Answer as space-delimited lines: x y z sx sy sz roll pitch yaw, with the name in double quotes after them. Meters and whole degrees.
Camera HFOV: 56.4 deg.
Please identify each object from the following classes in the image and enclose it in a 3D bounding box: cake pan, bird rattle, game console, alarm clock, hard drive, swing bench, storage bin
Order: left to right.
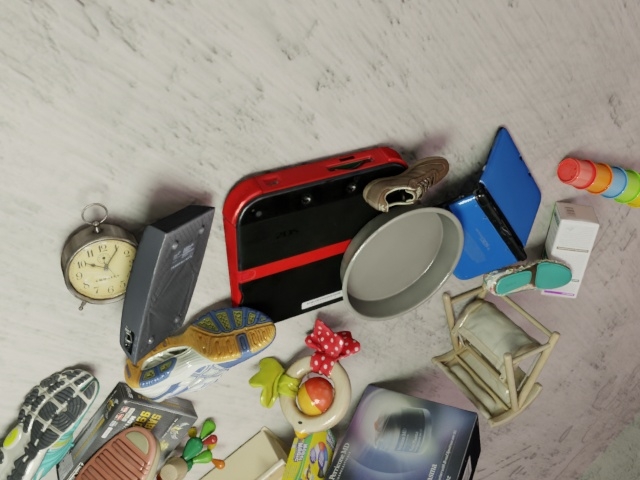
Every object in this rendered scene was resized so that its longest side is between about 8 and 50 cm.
-0.355 0.021 0.970 0.129 0.064 0.192 -13 129 -24 "alarm clock"
-0.262 0.066 1.009 0.172 0.054 0.255 -44 156 -63 "hard drive"
-0.158 0.629 1.467 0.262 0.123 0.260 -38 132 -4 "storage bin"
-0.012 0.309 1.300 0.253 0.207 0.143 -28 150 -1 "bird rattle"
0.000 0.000 1.192 0.386 0.060 0.342 -16 132 -22 "game console"
0.165 0.043 1.250 0.293 0.054 0.293 -17 133 -19 "cake pan"
0.371 -0.073 1.384 0.250 0.174 0.293 -23 138 25 "game console"
0.427 0.277 1.503 0.165 0.253 0.255 -17 128 -22 "swing bench"

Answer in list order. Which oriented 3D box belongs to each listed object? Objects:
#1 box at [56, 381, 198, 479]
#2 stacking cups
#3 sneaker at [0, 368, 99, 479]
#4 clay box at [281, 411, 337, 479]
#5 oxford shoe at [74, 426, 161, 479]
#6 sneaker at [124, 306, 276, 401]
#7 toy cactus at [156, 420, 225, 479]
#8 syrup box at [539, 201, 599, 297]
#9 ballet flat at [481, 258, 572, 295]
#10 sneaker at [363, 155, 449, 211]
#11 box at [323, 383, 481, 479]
-0.392 0.410 1.217 0.183 0.056 0.231 32 101 -41 "box"
0.716 -0.153 1.515 0.316 0.096 0.096 8 116 -30 "stacking cups"
-0.499 0.349 1.100 0.275 0.107 0.110 -52 160 3 "sneaker"
-0.019 0.507 1.412 0.053 0.222 0.128 -8 125 24 "clay box"
-0.411 0.542 1.168 0.397 0.140 0.146 -60 149 1 "oxford shoe"
-0.222 0.224 1.164 0.296 0.112 0.131 -18 142 0 "sneaker"
-0.293 0.492 1.273 0.219 0.112 0.180 -46 169 -7 "toy cactus"
0.635 0.028 1.547 0.096 0.093 0.237 7 124 8 "syrup box"
0.513 0.084 1.496 0.240 0.077 0.091 -4 111 -19 "ballet flat"
0.176 -0.099 1.134 0.188 0.071 0.066 -24 134 -15 "sneaker"
0.204 0.545 1.445 0.296 0.293 0.183 -57 144 -40 "box"
